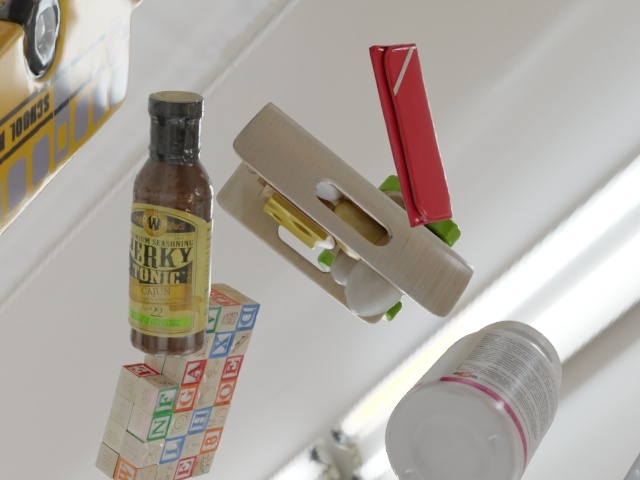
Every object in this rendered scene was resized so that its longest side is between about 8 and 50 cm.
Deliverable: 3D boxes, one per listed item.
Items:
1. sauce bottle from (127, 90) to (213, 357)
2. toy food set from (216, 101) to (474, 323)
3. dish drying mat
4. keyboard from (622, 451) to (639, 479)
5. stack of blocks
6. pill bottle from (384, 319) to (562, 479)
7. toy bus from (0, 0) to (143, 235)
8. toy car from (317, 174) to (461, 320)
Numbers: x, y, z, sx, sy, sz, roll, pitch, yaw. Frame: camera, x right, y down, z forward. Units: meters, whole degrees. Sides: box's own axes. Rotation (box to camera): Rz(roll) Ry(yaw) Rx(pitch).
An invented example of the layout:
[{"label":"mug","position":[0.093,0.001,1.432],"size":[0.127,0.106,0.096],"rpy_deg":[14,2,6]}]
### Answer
[{"label":"sauce bottle","position":[-0.195,-0.020,1.389],"size":[0.111,0.111,0.344],"rpy_deg":[26,-61,50]},{"label":"toy food set","position":[0.000,0.000,0.983],"size":[0.092,0.220,0.306],"rpy_deg":[-52,-177,-11]},{"label":"dish drying mat","position":[0.043,-0.049,0.486],"size":[0.008,0.032,0.083],"rpy_deg":[-13,-90,42]},{"label":"keyboard","position":[0.388,0.268,1.216],"size":[0.014,0.072,0.256],"rpy_deg":[-74,-176,-62]},{"label":"stack of blocks","position":[-0.215,0.218,1.610],"size":[0.087,0.171,0.297],"rpy_deg":[27,-74,34]},{"label":"pill bottle","position":[0.199,0.202,1.299],"size":[0.160,0.283,0.160],"rpy_deg":[7,-73,23]},{"label":"toy bus","position":[-0.191,-0.111,0.642],"size":[0.332,0.108,0.130],"rpy_deg":[-73,170,-62]},{"label":"toy car","position":[0.098,-0.006,1.331],"size":[0.155,0.149,0.188],"rpy_deg":[-49,177,-14]}]
